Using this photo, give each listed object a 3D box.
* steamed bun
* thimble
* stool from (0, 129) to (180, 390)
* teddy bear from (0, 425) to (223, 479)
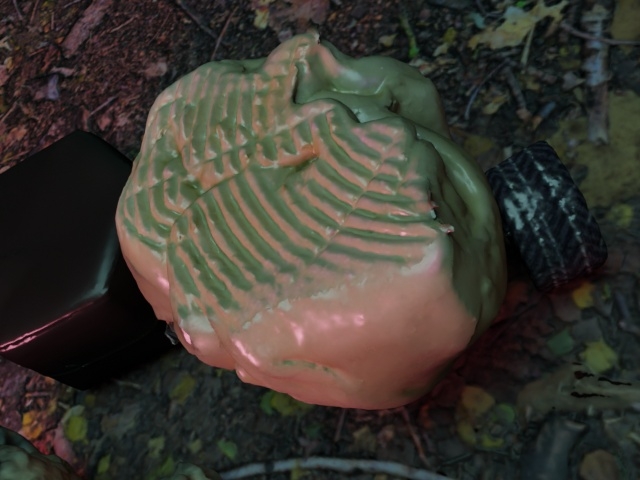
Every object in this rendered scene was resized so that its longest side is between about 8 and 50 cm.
[{"bbox_3d":[0.000,0.000,0.652,0.275,0.206,0.320,-32,49,8],"label":"steamed bun"},{"bbox_3d":[0.169,-0.019,0.638,0.066,0.095,0.104,-28,39,10],"label":"thimble"},{"bbox_3d":[-0.229,0.021,0.808,0.232,0.141,0.232,-13,58,22],"label":"stool"},{"bbox_3d":[-0.204,0.219,0.589,0.362,0.327,0.375,59,139,21],"label":"teddy bear"}]
